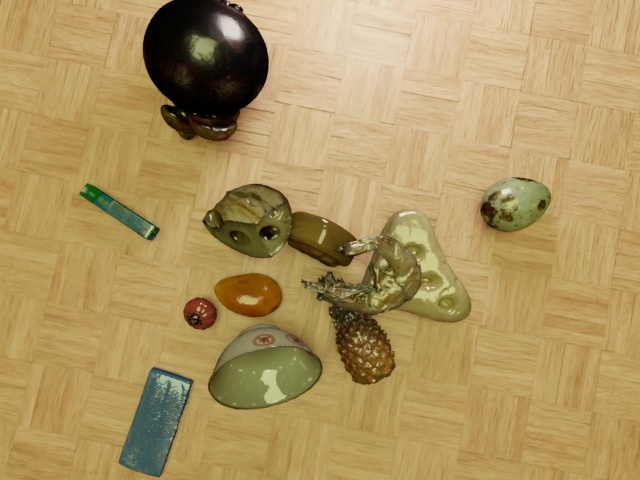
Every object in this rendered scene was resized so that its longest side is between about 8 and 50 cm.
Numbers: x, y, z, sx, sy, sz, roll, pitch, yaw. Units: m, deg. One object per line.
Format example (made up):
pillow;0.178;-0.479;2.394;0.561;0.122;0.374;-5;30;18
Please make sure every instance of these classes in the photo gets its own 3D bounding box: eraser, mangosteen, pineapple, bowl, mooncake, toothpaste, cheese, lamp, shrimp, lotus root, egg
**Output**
eraser;-0.519;0.573;1.529;0.144;0.042;0.312;18;86;1
mangosteen;-0.356;-0.505;1.467;0.382;0.382;0.435;22;103;2
pineapple;0.099;0.261;1.496;0.175;0.175;0.361;-26;87;-2
bowl;-0.172;0.357;1.465;0.337;0.337;0.158;-17;46;-1
mooncake;0.000;0.000;1.487;0.234;0.235;0.117;27;85;2
toothpaste;-0.649;-0.091;1.571;0.266;0.065;0.050;33;86;3
cheese;0.321;0.076;1.524;0.351;0.129;0.328;12;88;3
lamp;-0.380;0.231;1.533;0.107;0.092;0.108;8;117;15
shrimp;0.120;0.103;1.405;0.360;0.085;0.247;-1;106;-6
lotus root;-0.207;-0.059;1.501;0.210;0.314;0.142;-46;128;-18
egg;0.615;-0.117;1.525;0.231;0.169;0.169;-15;86;-10

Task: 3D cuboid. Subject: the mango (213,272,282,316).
mango;-0.230;0.168;1.533;0.217;0.102;0.141;11;79;-2
